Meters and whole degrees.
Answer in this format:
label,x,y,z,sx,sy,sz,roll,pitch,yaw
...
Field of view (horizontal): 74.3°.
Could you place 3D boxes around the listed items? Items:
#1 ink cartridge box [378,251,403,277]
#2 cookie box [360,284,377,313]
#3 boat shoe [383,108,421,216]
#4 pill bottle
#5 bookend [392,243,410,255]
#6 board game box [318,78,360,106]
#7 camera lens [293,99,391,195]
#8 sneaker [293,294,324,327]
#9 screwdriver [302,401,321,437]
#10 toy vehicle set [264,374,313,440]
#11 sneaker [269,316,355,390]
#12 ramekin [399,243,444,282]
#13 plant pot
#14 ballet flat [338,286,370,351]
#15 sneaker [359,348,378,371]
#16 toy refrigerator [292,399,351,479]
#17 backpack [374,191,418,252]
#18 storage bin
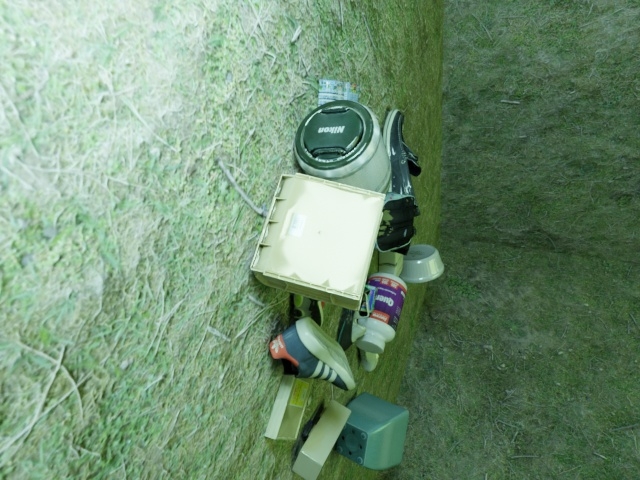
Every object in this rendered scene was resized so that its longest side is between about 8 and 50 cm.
label,x,y,z,sx,sy,sz,roll,pitch,yaw
ink cartridge box,0.350,0.073,2.081,0.158,0.092,0.218,-45,137,-55
cookie box,0.177,0.236,1.727,0.040,0.092,0.107,35,65,-62
boat shoe,0.349,-0.319,1.796,0.187,0.156,0.500,33,56,-68
pill bottle,0.252,0.309,1.815,0.181,0.181,0.323,69,36,-50
bookend,0.339,-0.009,1.875,0.157,0.156,0.072,108,-1,-70
board game box,0.055,-0.365,1.250,0.194,0.060,0.194,-31,125,-62
camera lens,0.068,-0.215,1.124,0.274,0.219,0.219,49,53,-62
sneaker,-0.029,0.122,1.215,0.118,0.107,0.279,-62,161,-73
screwdriver,-0.028,0.625,1.480,0.025,0.024,0.170,-58,174,23
toy vehicle set,-0.077,0.456,1.269,0.166,0.035,0.267,57,47,-58
sneaker,-0.021,0.344,1.191,0.350,0.148,0.131,54,8,-39
ramekin,0.549,0.121,2.377,0.273,0.273,0.127,-47,128,-54
plant pot,0.205,0.846,1.846,0.252,0.248,0.247,7,92,-52
ballet flat,0.136,0.307,1.647,0.095,0.096,0.280,25,75,-67
sneaker,0.211,0.499,1.940,0.095,0.090,0.235,-17,111,-52
toy refrigerator,0.006,0.687,1.468,0.269,0.094,0.102,-36,149,-59
backpack,0.234,-0.073,1.603,0.253,0.191,0.225,-20,118,-51
storage bin,0.000,0.000,1.006,0.123,0.260,0.262,86,19,-72
